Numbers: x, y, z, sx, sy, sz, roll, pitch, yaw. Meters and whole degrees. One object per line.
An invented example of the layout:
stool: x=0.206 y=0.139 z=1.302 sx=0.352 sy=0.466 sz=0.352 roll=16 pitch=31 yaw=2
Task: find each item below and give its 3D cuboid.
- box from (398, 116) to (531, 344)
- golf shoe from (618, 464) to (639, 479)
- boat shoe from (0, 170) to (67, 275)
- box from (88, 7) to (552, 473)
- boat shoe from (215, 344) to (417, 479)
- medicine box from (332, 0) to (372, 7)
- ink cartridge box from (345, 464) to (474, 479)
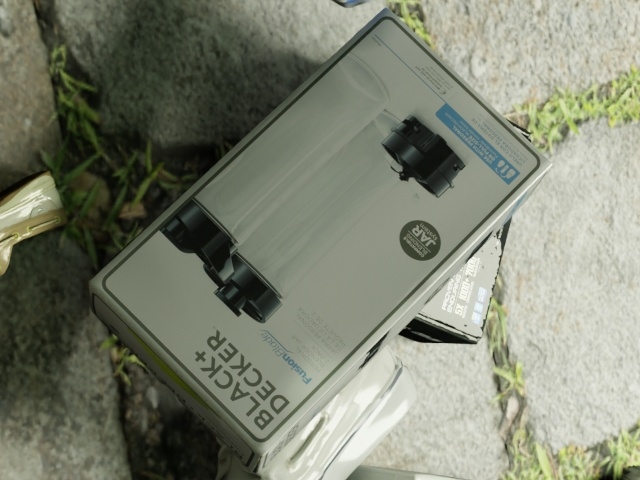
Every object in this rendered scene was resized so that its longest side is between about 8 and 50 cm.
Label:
box: x=0.069 y=-0.026 z=1.279 sx=0.147 sy=0.077 sz=0.180 roll=25 pitch=74 yaw=-32
golf shoe: x=0.350 y=0.300 z=1.450 sx=0.273 sy=0.120 sz=0.105 roll=51 pitch=63 yaw=-22
boat shoe: x=-0.220 y=0.003 z=1.083 sx=0.135 sy=0.050 sz=0.045 roll=-37 pitch=104 yaw=-31
box: x=0.000 y=0.000 z=1.143 sx=0.290 sy=0.087 sz=0.169 roll=-43 pitch=84 yaw=-14
boat shoe: x=-0.032 y=0.154 z=1.190 sx=0.267 sy=0.096 sz=0.088 roll=-43 pitch=109 yaw=-30
medicine box: x=0.073 y=-0.349 z=1.185 sx=0.263 sy=0.149 sz=0.289 roll=-22 pitch=129 yaw=-34
ink cartridge box: x=0.106 y=0.252 z=1.282 sx=0.231 sy=0.078 sz=0.134 roll=17 pitch=79 yaw=-47
